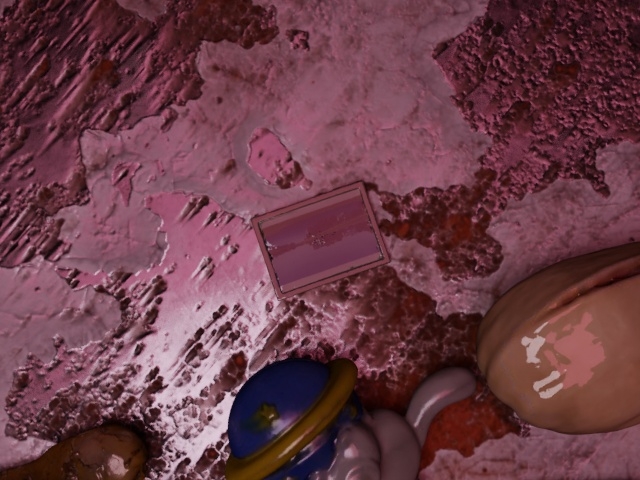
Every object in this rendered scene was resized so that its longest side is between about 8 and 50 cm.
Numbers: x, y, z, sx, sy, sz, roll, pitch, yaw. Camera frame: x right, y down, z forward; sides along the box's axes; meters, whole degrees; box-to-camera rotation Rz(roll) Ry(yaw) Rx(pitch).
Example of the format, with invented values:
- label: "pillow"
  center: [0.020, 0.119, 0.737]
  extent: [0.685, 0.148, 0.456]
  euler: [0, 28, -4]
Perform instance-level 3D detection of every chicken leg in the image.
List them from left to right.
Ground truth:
- label: "chicken leg"
  center: [-0.296, 0.283, 0.933]
  extent: [0.207, 0.085, 0.101]
  euler: [-16, 102, 8]

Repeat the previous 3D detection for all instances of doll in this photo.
- label: "doll"
  center: [0.036, 0.218, 0.893]
  extent: [0.311, 0.159, 0.243]
  euler: [-38, 87, -5]

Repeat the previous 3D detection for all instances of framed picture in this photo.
- label: "framed picture"
  center: [0.000, 0.000, 0.977]
  extent: [0.149, 0.011, 0.109]
  euler: [-19, 87, -1]

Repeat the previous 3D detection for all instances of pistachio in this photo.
- label: "pistachio"
  center: [0.326, 0.097, 0.883]
  extent: [0.317, 0.214, 0.193]
  euler: [-27, 50, -6]
